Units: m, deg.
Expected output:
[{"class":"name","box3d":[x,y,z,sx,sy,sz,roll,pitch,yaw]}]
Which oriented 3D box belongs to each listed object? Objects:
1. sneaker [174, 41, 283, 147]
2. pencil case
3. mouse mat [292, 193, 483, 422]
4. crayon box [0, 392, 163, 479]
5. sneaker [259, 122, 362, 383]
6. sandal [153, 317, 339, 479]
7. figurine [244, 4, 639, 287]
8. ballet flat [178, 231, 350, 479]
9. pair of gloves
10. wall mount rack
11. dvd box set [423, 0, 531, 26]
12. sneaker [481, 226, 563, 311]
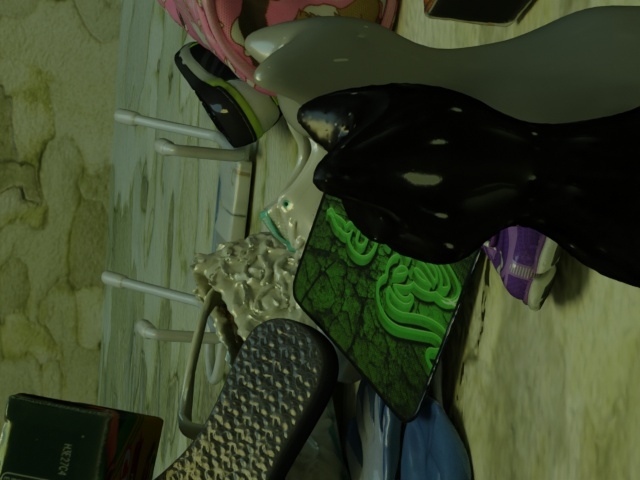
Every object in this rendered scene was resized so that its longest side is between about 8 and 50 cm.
[{"class":"sneaker","box3d":[-0.074,-0.157,1.477,0.084,0.097,0.234,58,177,-29]},{"class":"pencil case","box3d":[-0.055,-0.226,1.258,0.386,0.160,0.167,-133,56,-71]},{"class":"mouse mat","box3d":[0.041,0.013,0.996,0.190,0.007,0.152,44,121,51]},{"class":"crayon box","box3d":[-0.194,0.229,1.181,0.318,0.081,0.202,80,-160,-83]},{"class":"sneaker","box3d":[0.000,0.000,1.113,0.080,0.094,0.212,167,105,-74]},{"class":"sandal","box3d":[-0.064,0.176,1.067,0.097,0.054,0.254,38,95,27]},{"class":"figurine","box3d":[0.079,-0.045,0.582,0.215,0.209,0.092,-123,39,-67]},{"class":"ballet flat","box3d":[-0.045,0.172,1.170,0.147,0.147,0.409,113,156,-52]},{"class":"pair of gloves","box3d":[0.057,0.149,0.996,0.198,0.023,0.159,144,130,-66]},{"class":"wall mount rack","box3d":[-0.164,-0.023,1.686,0.304,0.130,0.350,-142,58,-73]},{"class":"dvd box set","box3d":[0.119,-0.374,0.808,0.307,0.062,0.420,129,142,-65]},{"class":"sneaker","box3d":[0.088,-0.021,0.823,0.170,0.071,0.068,-110,27,-56]}]
